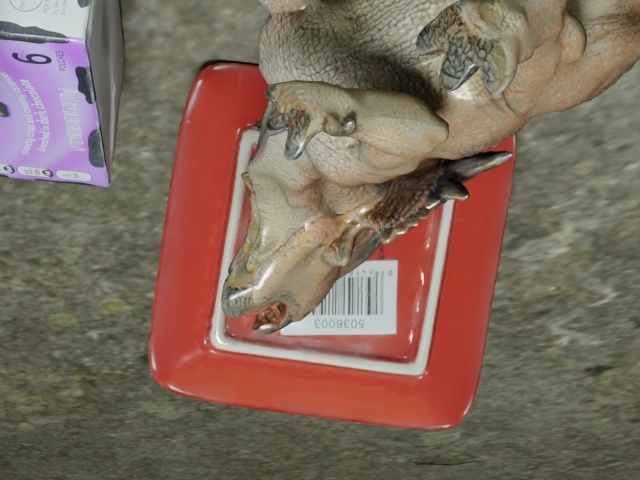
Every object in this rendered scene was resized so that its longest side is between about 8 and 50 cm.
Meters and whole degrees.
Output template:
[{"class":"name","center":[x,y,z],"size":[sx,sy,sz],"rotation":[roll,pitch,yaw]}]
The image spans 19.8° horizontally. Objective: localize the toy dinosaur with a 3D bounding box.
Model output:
[{"class":"toy dinosaur","center":[0.058,-0.073,0.671],"size":[0.295,0.127,0.200],"rotation":[-19,160,27]}]

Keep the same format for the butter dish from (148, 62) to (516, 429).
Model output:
[{"class":"butter dish","center":[0.000,0.000,0.901],"size":[0.160,0.160,0.118],"rotation":[8,-175,-9]}]

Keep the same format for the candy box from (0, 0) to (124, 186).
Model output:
[{"class":"candy box","center":[-0.184,-0.088,0.755],"size":[0.196,0.070,0.165],"rotation":[5,162,-1]}]
